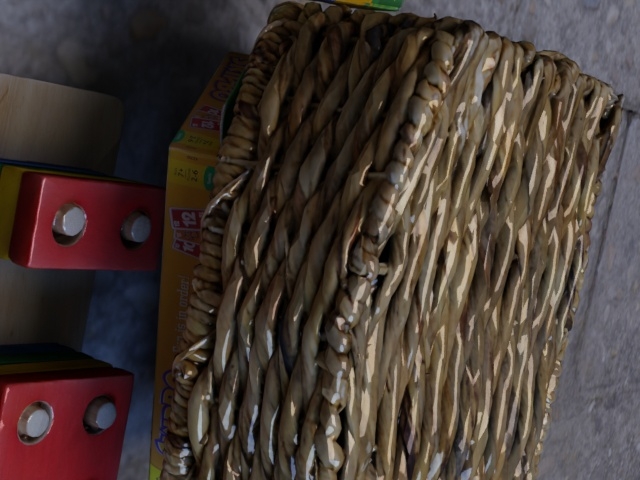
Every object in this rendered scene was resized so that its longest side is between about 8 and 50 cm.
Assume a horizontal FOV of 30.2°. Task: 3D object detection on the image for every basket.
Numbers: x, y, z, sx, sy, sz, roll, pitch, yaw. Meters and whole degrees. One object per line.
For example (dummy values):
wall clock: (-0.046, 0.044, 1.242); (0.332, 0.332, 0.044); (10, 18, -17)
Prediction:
basket: (-0.009, 0.030, 0.621); (0.213, 0.223, 0.299); (5, 99, -51)

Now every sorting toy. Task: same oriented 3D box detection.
sorting toy: (-0.188, 0.045, 0.558); (0.255, 0.089, 0.257); (4, 99, -55)

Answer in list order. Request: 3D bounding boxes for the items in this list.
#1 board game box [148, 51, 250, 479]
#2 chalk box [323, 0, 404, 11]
board game box: (-0.062, 0.014, 0.682); (0.124, 0.039, 0.259); (-71, 174, -57)
chalk box: (-0.025, -0.202, 0.660); (0.213, 0.132, 0.132); (-9, 110, -53)
